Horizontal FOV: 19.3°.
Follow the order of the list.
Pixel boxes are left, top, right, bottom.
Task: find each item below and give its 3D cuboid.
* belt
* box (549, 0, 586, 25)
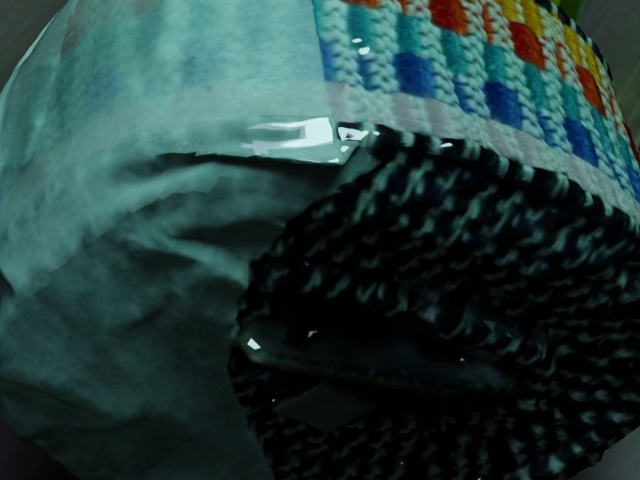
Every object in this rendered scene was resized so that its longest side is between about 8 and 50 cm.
[{"bbox_3d":[0.000,0.000,0.687,0.257,0.207,0.150,11,41,-21],"label":"belt"},{"bbox_3d":[0.042,-0.174,0.910,0.195,0.148,0.177,16,43,3],"label":"box"}]
